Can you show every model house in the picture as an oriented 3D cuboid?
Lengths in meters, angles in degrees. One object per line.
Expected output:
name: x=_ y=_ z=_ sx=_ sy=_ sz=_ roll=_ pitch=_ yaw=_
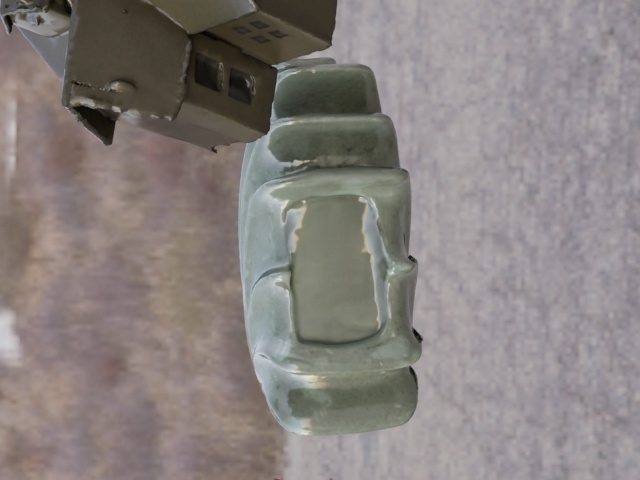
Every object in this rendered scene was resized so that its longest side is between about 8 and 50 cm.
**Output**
model house: x=-0.136 y=-0.176 z=0.868 sx=0.211 sy=0.243 sz=0.204 roll=-12 pitch=69 yaw=42

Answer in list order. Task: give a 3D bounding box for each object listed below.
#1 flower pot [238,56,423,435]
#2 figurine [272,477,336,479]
flower pot: x=0.000 y=0.000 z=1.308 sx=0.254 sy=0.164 sz=0.367 roll=-155 pitch=61 yaw=-82
figurine: x=-0.011 y=0.215 z=0.812 sx=0.075 sy=0.068 sz=0.140 roll=-84 pitch=-5 yaw=-49
